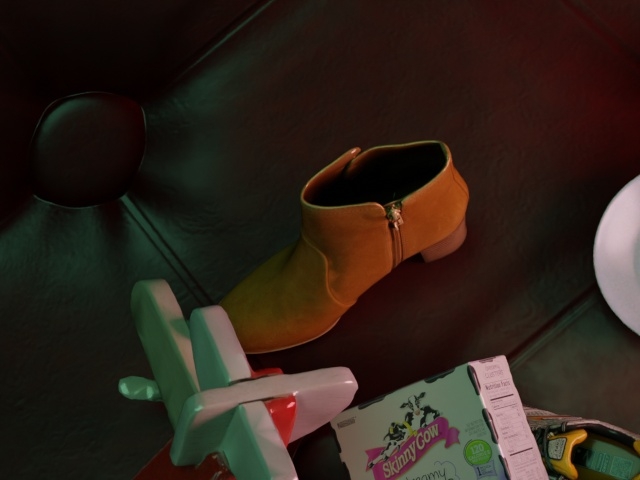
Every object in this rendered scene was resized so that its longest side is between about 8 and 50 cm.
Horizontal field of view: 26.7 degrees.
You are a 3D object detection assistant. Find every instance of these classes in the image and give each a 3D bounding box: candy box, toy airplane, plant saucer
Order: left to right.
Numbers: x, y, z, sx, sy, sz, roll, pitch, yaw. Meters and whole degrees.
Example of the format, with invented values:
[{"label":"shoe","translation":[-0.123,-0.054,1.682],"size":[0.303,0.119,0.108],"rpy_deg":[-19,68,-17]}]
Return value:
[{"label":"toy airplane","translation":[-0.078,0.234,1.196],"size":[0.384,0.272,0.386],"rpy_deg":[3,84,49]},{"label":"candy box","translation":[0.115,0.221,1.202],"size":[0.165,0.070,0.196],"rpy_deg":[-27,77,33]},{"label":"plant saucer","translation":[0.359,0.017,1.283],"size":[0.195,0.037,0.195],"rpy_deg":[-5,70,13]}]

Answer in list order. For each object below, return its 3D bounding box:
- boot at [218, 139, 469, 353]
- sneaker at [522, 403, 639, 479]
[{"label":"boot","translation":[0.001,0.001,1.289],"size":[0.295,0.211,0.104],"rpy_deg":[-25,66,5]},{"label":"sneaker","translation":[0.208,0.188,1.231],"size":[0.225,0.093,0.088],"rpy_deg":[4,73,18]}]
